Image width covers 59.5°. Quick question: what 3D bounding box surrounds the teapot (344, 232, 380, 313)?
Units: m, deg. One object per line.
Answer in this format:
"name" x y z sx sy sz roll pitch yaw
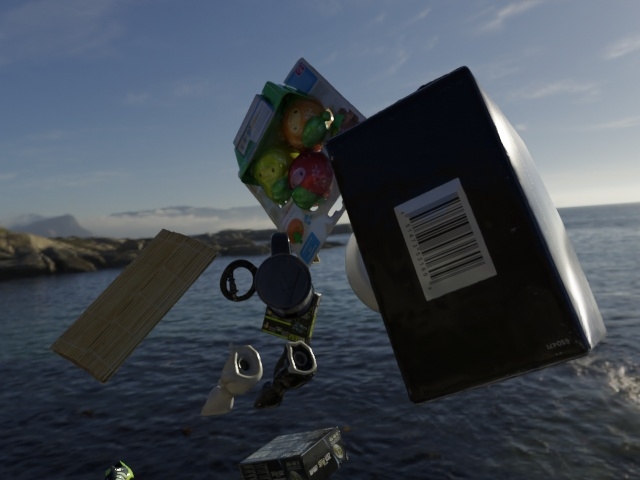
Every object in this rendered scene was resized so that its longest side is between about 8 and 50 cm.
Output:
"teapot" 0.168 0.066 1.235 0.252 0.256 0.187 17 -21 3

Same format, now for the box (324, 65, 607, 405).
"box" 0.186 0.005 0.660 0.182 0.297 0.294 -25 -17 25

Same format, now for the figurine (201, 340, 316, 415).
"figurine" -0.144 0.321 1.237 0.214 0.092 0.210 3 -43 -32

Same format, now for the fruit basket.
"fruit basket" -0.046 -0.173 1.189 0.165 0.327 0.353 9 34 -39

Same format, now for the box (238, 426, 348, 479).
"box" -0.057 0.475 1.201 0.180 0.078 0.147 -22 -5 32

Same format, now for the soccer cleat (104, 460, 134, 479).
"soccer cleat" -0.571 0.668 1.540 0.060 0.072 0.179 -41 2 -2

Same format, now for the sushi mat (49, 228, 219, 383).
"sushi mat" -0.341 0.109 1.048 0.151 0.019 0.317 21 58 29

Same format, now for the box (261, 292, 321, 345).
"box" -0.104 0.256 1.972 0.190 0.184 0.045 12 1 28

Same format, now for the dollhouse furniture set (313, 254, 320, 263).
"dollhouse furniture set" 0.000 0.000 1.543 0.081 0.115 0.091 -25 -10 36

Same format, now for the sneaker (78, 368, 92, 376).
"sneaker" -0.487 0.221 1.308 0.081 0.091 0.232 24 21 -6

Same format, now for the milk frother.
"milk frother" -0.088 0.067 0.871 0.143 0.129 0.135 -24 -14 -5
